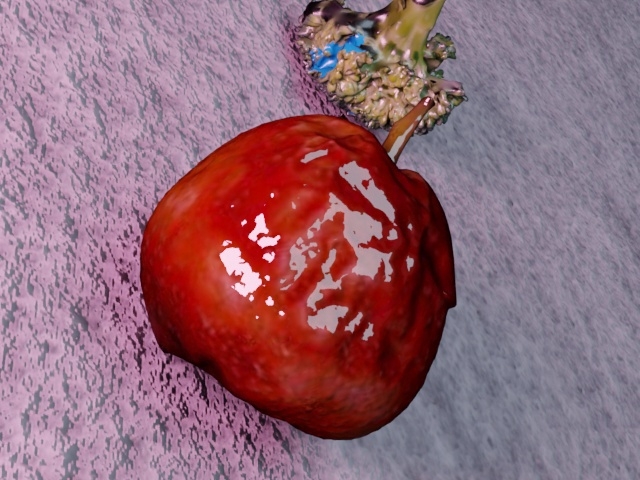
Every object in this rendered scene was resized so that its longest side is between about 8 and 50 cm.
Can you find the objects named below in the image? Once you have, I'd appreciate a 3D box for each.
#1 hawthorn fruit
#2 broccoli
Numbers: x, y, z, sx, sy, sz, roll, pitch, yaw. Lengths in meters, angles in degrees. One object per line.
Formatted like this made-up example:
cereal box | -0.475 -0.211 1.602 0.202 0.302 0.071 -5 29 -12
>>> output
hawthorn fruit | 0.000 0.000 0.863 0.230 0.210 0.266 33 76 -10
broccoli | 0.066 -0.187 1.148 0.154 0.160 0.167 0 43 -31
